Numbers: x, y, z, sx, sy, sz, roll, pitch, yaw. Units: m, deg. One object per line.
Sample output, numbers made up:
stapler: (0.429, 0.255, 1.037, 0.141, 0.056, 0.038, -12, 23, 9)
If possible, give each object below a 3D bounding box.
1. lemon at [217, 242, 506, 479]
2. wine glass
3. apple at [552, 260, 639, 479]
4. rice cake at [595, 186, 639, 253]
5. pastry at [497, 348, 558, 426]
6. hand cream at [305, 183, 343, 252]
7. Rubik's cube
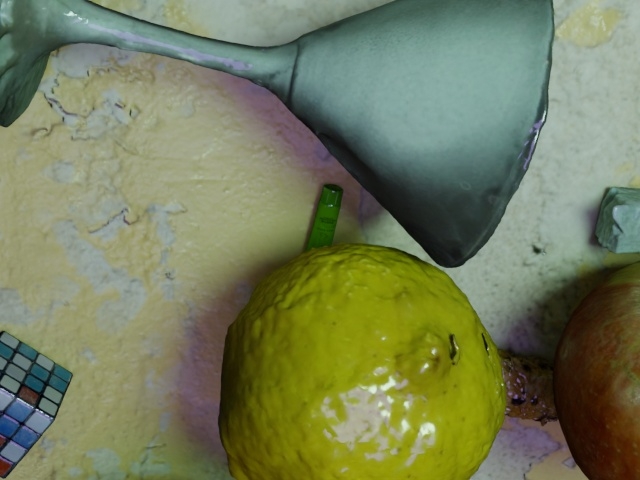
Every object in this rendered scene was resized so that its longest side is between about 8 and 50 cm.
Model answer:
lemon: (0.029, 0.142, 0.691, 0.268, 0.268, 0.322, 26, 144, -15)
wine glass: (-0.053, -0.145, 0.590, 0.405, 0.267, 0.267, 12, 109, -6)
apple: (0.374, 0.161, 0.716, 0.309, 0.277, 0.250, -21, 126, -37)
rice cake: (0.399, -0.018, 0.783, 0.206, 0.063, 0.069, 0, 116, -6)
pastry: (0.233, 0.172, 0.840, 0.140, 0.056, 0.080, 22, 99, -8)
hand cream: (0.000, 0.000, 0.762, 0.036, 0.023, 0.122, 8, 113, -14)
Rubik's cube: (-0.331, 0.169, 0.747, 0.092, 0.092, 0.092, 38, 101, -19)
